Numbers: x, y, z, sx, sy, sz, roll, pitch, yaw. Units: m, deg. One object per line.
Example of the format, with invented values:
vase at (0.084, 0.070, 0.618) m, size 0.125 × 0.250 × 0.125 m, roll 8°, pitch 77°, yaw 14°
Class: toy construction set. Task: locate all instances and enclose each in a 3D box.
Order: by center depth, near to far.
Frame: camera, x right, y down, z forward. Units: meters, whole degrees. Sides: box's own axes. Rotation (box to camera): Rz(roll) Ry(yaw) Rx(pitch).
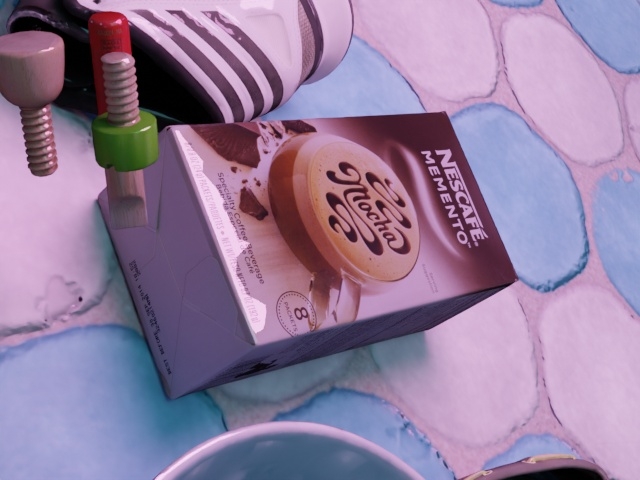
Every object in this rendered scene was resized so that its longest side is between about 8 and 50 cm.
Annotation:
toy construction set at (-0.226, 0.021, 0.579) m, size 0.308 × 0.257 × 0.237 m, roll -21°, pitch 125°, yaw -30°

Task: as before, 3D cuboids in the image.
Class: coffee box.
coffee box at (0.000, 0.000, 0.830) m, size 0.297 × 0.119 × 0.168 m, roll -10°, pitch 72°, yaw -44°

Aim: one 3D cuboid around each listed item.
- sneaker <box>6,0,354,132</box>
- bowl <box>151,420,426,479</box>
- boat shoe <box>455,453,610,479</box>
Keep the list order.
sneaker at (-0.171, -0.273, 0.804) m, size 0.447 × 0.169 × 0.257 m, roll 53°, pitch 41°, yaw -8°
bowl at (-0.038, 0.276, 0.602) m, size 0.311 × 0.163 × 0.312 m, roll 21°, pitch 54°, yaw -31°
boat shoe at (0.116, 0.235, 0.814) m, size 0.305 × 0.091 × 0.109 m, roll -11°, pitch 74°, yaw -45°
